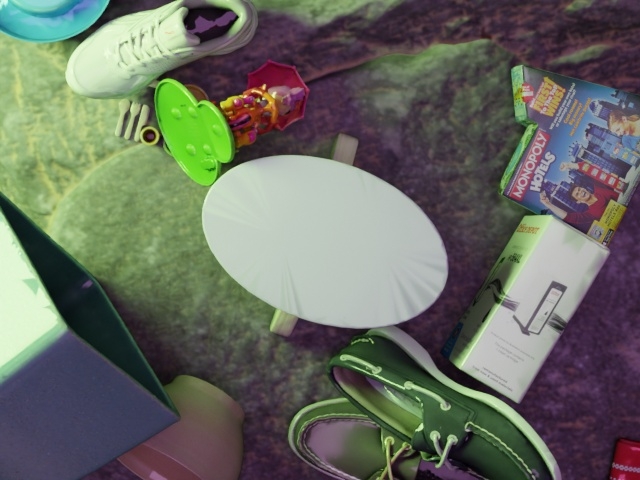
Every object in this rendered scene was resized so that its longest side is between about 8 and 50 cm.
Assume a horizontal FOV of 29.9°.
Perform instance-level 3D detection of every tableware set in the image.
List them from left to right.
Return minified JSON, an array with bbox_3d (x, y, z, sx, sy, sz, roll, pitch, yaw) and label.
[{"bbox_3d":[-0.179,-0.180,1.415,0.104,0.024,0.154,16,92,-6],"label":"tableware set"}]

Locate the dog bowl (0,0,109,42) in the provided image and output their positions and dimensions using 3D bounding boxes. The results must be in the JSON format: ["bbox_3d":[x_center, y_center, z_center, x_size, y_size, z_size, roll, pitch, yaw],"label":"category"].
[{"bbox_3d":[-0.322,-0.372,1.368,0.165,0.074,0.297,-7,94,-4],"label":"dog bowl"}]

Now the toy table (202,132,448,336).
[{"bbox_3d":[0.000,0.000,1.371,0.274,0.161,0.252,30,91,-5],"label":"toy table"}]

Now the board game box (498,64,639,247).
[{"bbox_3d":[0.296,-0.119,1.437,0.194,0.060,0.194,28,90,-5],"label":"board game box"}]

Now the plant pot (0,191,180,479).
[{"bbox_3d":[-0.347,0.139,1.263,0.252,0.248,0.247,-39,54,-1],"label":"plant pot"}]

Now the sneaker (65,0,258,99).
[{"bbox_3d":[-0.180,-0.228,1.342,0.232,0.115,0.090,-25,96,-5],"label":"sneaker"}]

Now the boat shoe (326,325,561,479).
[{"bbox_3d":[0.132,0.208,1.349,0.091,0.302,0.114,-29,133,-31],"label":"boat shoe"}]

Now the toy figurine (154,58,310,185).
[{"bbox_3d":[-0.079,-0.152,1.363,0.159,0.173,0.130,-28,106,-25],"label":"toy figurine"}]

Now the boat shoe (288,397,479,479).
[{"bbox_3d":[0.113,0.261,1.429,0.304,0.091,0.109,14,92,-5],"label":"boat shoe"}]

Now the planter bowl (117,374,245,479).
[{"bbox_3d":[-0.153,0.226,1.387,0.162,0.162,0.109,34,63,-6],"label":"planter bowl"}]

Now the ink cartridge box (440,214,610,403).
[{"bbox_3d":[0.236,0.074,1.399,0.085,0.148,0.203,31,89,-3],"label":"ink cartridge box"}]

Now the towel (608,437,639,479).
[{"bbox_3d":[0.442,0.389,1.494,0.198,0.031,0.275,9,93,-4],"label":"towel"}]
